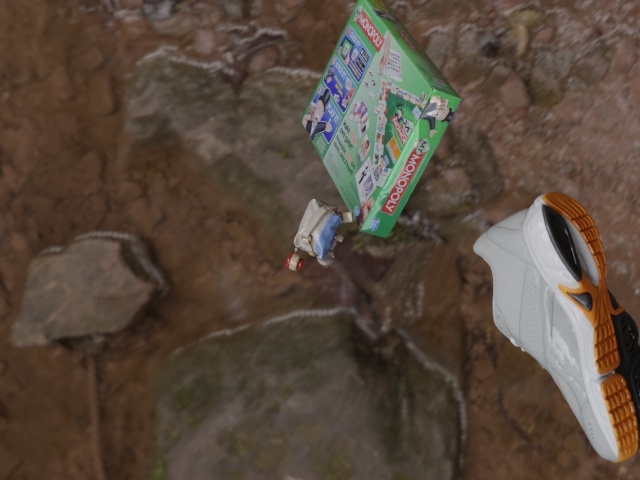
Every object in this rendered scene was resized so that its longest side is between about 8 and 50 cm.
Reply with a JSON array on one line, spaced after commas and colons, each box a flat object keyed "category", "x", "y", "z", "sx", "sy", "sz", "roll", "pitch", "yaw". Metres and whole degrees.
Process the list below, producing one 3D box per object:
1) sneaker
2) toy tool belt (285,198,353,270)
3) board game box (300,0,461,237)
[{"category": "sneaker", "x": 0.233, "y": 0.090, "z": 1.331, "sx": 0.121, "sy": 0.099, "sz": 0.262, "roll": -24, "pitch": 82, "yaw": 43}, {"category": "toy tool belt", "x": 0.000, "y": 0.000, "z": 1.485, "sx": 0.051, "sy": 0.052, "sz": 0.083, "roll": 22, "pitch": 90, "yaw": 9}, {"category": "board game box", "x": 0.072, "y": -0.175, "z": 1.853, "sx": 0.046, "sy": 0.317, "sz": 0.213, "roll": 16, "pitch": 116, "yaw": -26}]
